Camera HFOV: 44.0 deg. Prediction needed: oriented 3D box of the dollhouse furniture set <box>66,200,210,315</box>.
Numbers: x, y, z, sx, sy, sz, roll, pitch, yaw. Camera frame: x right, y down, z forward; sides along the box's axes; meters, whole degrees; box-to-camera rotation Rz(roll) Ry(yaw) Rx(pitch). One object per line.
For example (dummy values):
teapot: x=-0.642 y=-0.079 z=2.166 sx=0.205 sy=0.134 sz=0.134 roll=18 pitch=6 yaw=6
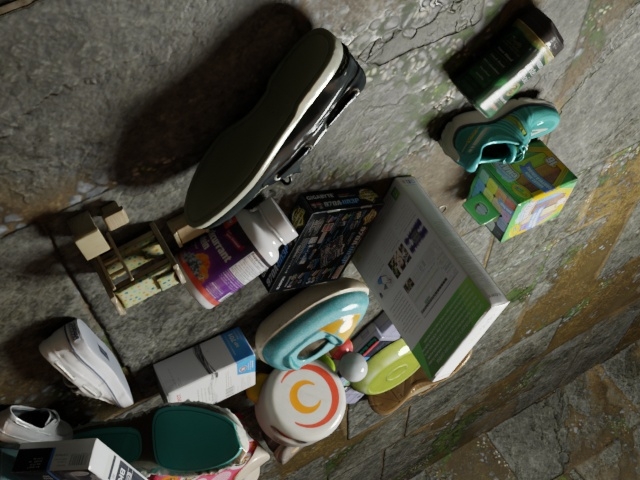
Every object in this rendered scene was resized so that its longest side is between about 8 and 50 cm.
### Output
dollhouse furniture set: x=-0.250 y=0.004 z=1.169 sx=0.181 sy=0.101 sz=0.161 roll=-29 pitch=151 yaw=-11

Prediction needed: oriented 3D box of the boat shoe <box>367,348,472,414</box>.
boat shoe: x=0.293 y=0.386 z=2.310 sx=0.342 sy=0.123 sz=0.123 roll=-40 pitch=165 yaw=9

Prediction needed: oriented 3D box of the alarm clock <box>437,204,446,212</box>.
alarm clock: x=0.200 y=-0.008 z=1.659 sx=0.129 sy=0.064 sz=0.192 roll=1 pitch=138 yaw=-47

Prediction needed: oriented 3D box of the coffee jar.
coffee jar: x=0.319 y=-0.298 z=1.332 sx=0.184 sy=0.079 sz=0.096 roll=-44 pitch=150 yaw=16

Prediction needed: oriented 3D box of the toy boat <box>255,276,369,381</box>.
toy boat: x=0.016 y=0.209 z=1.707 sx=0.267 sy=0.148 sz=0.318 roll=-36 pitch=151 yaw=2

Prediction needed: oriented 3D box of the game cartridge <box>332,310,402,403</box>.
game cartridge: x=0.129 y=0.312 z=2.077 sx=0.355 sy=0.068 sz=0.230 roll=-48 pitch=153 yaw=22

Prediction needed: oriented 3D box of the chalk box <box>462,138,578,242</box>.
chalk box: x=0.401 y=-0.098 z=1.663 sx=0.213 sy=0.132 sz=0.132 roll=-23 pitch=149 yaw=-23

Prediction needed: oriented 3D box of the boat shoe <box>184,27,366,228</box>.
boat shoe: x=-0.061 y=-0.137 z=1.131 sx=0.113 sy=0.127 sz=0.340 roll=24 pitch=108 yaw=-44

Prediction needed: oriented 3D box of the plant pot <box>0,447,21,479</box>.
plant pot: x=-0.595 y=0.531 z=1.451 sx=0.247 sy=0.248 sz=0.252 roll=-24 pitch=124 yaw=-6

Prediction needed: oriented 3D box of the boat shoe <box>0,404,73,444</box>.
boat shoe: x=-0.511 y=0.333 z=1.441 sx=0.063 sy=0.066 sz=0.184 roll=-40 pitch=141 yaw=11

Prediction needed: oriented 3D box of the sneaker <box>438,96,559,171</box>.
sneaker: x=0.349 y=-0.190 z=1.495 sx=0.275 sy=0.110 sz=0.107 roll=-20 pitch=148 yaw=-27

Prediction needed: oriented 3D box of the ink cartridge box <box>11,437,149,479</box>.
ink cartridge box: x=-0.404 y=0.468 z=1.477 sx=0.165 sy=0.065 sz=0.333 roll=-9 pitch=140 yaw=19

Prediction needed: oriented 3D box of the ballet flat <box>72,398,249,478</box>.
ballet flat: x=-0.313 y=0.388 z=1.547 sx=0.408 sy=0.147 sz=0.147 roll=-7 pitch=157 yaw=17

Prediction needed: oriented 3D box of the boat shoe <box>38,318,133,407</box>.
boat shoe: x=-0.402 y=0.224 z=1.368 sx=0.084 sy=0.095 sz=0.258 roll=-26 pitch=140 yaw=-7

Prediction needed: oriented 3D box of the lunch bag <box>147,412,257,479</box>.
lunch bag: x=-0.299 y=0.515 z=1.866 sx=0.293 sy=0.120 sz=0.258 roll=-3 pitch=138 yaw=-43

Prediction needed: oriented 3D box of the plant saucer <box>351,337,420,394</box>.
plant saucer: x=0.192 y=0.334 z=2.079 sx=0.240 sy=0.037 sz=0.241 roll=-26 pitch=150 yaw=-16

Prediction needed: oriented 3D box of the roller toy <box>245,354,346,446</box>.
roller toy: x=-0.052 y=0.374 z=1.822 sx=0.209 sy=0.191 sz=0.146 roll=-13 pitch=163 yaw=-24

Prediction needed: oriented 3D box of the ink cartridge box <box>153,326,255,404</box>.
ink cartridge box: x=-0.233 y=0.274 z=1.614 sx=0.190 sy=0.082 sz=0.140 roll=-21 pitch=149 yaw=-19

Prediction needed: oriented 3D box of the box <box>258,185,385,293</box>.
box: x=0.000 y=0.000 z=1.476 sx=0.175 sy=0.051 sz=0.220 roll=-9 pitch=142 yaw=-38

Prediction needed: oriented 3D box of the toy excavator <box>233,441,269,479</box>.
toy excavator: x=-0.276 y=0.750 z=2.203 sx=0.445 sy=0.222 sz=0.433 roll=-47 pitch=152 yaw=-6

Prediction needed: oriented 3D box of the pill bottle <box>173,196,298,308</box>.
pill bottle: x=-0.137 y=0.016 z=1.299 sx=0.193 sy=0.108 sz=0.108 roll=-36 pitch=151 yaw=1

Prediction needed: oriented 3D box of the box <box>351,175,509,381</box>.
box: x=0.193 y=0.071 z=1.503 sx=0.058 sy=0.322 sz=0.232 roll=-7 pitch=142 yaw=-35

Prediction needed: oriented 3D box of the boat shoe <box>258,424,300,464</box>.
boat shoe: x=-0.080 y=0.472 z=2.030 sx=0.132 sy=0.130 sz=0.355 roll=-41 pitch=171 yaw=-5
